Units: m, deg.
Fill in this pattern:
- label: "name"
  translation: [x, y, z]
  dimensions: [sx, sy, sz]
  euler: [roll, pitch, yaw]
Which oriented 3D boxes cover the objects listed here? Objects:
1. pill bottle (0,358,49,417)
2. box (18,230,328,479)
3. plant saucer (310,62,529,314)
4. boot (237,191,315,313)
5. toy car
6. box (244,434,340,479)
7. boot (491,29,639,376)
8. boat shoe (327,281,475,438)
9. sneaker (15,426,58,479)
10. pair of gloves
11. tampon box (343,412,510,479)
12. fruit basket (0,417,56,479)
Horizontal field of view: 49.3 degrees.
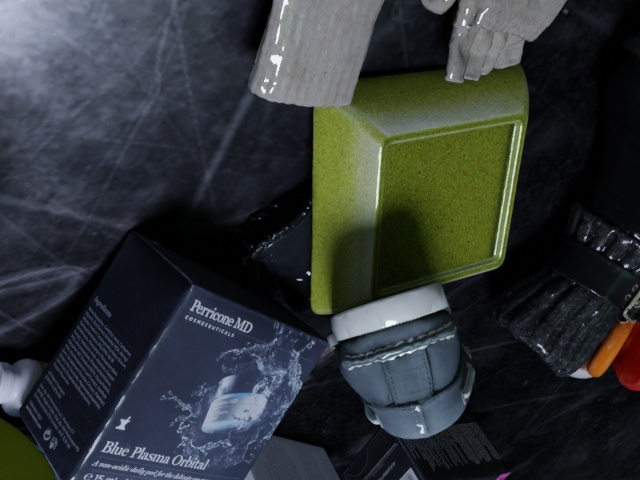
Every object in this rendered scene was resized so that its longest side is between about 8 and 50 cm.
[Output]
- label: "pill bottle"
  translation: [-0.212, 0.115, 0.533]
  dimensions: [0.043, 0.043, 0.083]
  euler: [-46, 138, 15]
- label: "box"
  translation: [-0.104, 0.102, 0.522]
  dimensions: [0.156, 0.093, 0.158]
  euler: [31, 90, -47]
- label: "plant saucer"
  translation: [0.086, -0.033, 0.538]
  dimensions: [0.188, 0.045, 0.188]
  euler: [-13, 121, -26]
- label: "boot"
  translation: [0.000, -0.001, 0.561]
  dimensions: [0.121, 0.045, 0.099]
  euler: [-33, 134, -2]
- label: "toy car"
  translation: [0.387, 0.116, 0.857]
  dimensions: [0.182, 0.136, 0.159]
  euler: [-11, 135, -25]
- label: "box"
  translation: [-0.069, 0.292, 0.769]
  dimensions: [0.130, 0.091, 0.170]
  euler: [-44, 139, 13]
- label: "boot"
  translation: [0.265, -0.007, 0.658]
  dimensions: [0.260, 0.131, 0.348]
  euler: [-38, 139, 8]
- label: "boat shoe"
  translation: [0.071, 0.106, 0.586]
  dimensions: [0.116, 0.099, 0.319]
  euler: [-19, 168, 3]
- label: "sneaker"
  translation: [-0.196, 0.199, 0.532]
  dimensions: [0.121, 0.108, 0.302]
  euler: [-50, 158, 23]
- label: "pair of gloves"
  translation: [0.069, -0.184, 0.420]
  dimensions: [0.240, 0.042, 0.204]
  euler: [-11, 132, -27]
- label: "tampon box"
  translation: [0.139, 0.305, 0.910]
  dimensions: [0.161, 0.101, 0.120]
  euler: [7, 126, -38]
- label: "fruit basket"
  translation: [-0.262, 0.071, 0.199]
  dimensions: [0.283, 0.392, 0.392]
  euler: [-26, 140, -15]
